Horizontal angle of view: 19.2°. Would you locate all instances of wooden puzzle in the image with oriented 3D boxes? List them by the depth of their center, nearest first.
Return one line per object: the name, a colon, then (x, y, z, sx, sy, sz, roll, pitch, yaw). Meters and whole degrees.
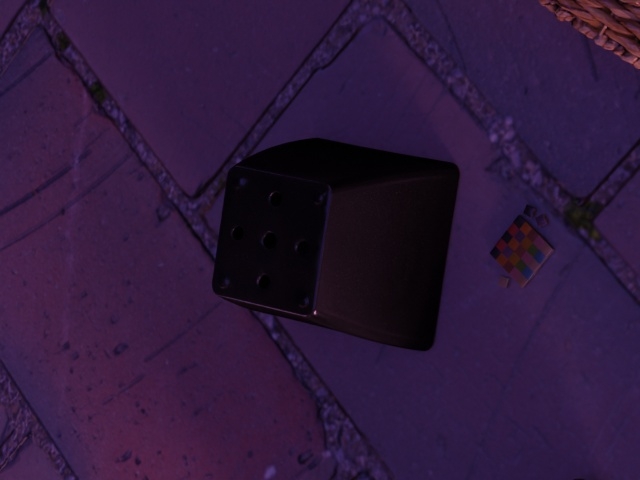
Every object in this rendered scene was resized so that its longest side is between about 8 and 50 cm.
wooden puzzle: (0.191, 0.010, 1.791, 0.049, 0.006, 0.083, 48, 116, 27)

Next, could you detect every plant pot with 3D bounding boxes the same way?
plant pot: (0.000, 0.000, 1.834, 0.188, 0.167, 0.187, 13, 97, 37)

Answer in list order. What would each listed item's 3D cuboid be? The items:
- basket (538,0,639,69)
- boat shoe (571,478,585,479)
basket: (0.275, -0.290, 1.603, 0.299, 0.213, 0.223, 42, 114, 29)
boat shoe: (0.142, 0.344, 1.765, 0.342, 0.123, 0.123, -44, 51, 28)
